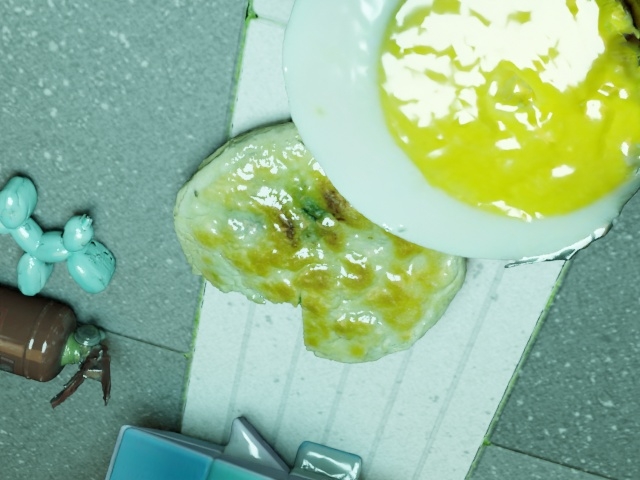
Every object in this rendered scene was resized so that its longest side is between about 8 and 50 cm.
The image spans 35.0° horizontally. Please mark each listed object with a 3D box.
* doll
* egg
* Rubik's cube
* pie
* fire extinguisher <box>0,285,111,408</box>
[{"bbox_3d":[-0.338,-0.005,1.219,0.159,0.059,0.159,3,129,13],"label":"doll"},{"bbox_3d":[0.144,-0.157,0.891,0.337,0.201,0.337,9,124,14],"label":"egg"},{"bbox_3d":[-0.127,0.413,1.317,0.387,0.358,0.368,13,171,36],"label":"Rubik's cube"},{"bbox_3d":[0.000,0.000,1.125,0.337,0.075,0.338,7,127,9],"label":"pie"},{"bbox_3d":[-0.409,0.124,1.277,0.337,0.147,0.106,16,130,3],"label":"fire extinguisher"}]
